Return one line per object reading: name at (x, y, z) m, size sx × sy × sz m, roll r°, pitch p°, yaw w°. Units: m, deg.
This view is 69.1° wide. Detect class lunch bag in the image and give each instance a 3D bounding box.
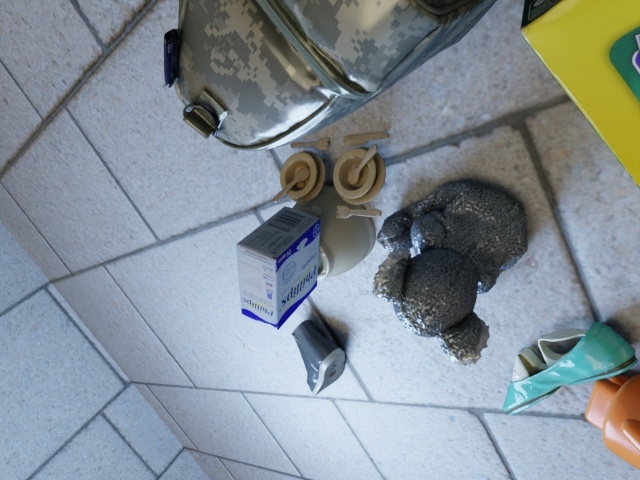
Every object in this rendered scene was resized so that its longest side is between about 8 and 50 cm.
lunch bag at (0.013, -0.233, 0.468) m, size 0.213 × 0.305 × 0.256 m, roll 48°, pitch 137°, yaw -4°

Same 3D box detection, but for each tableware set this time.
tableware set at (0.008, -0.101, 0.721) m, size 0.194 × 0.039 × 0.129 m, roll 3°, pitch 87°, yaw 35°

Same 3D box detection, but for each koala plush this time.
koala plush at (0.165, 0.042, 0.631) m, size 0.196 × 0.221 × 0.203 m, roll 45°, pitch 138°, yaw -1°

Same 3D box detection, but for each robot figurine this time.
robot figurine at (0.470, 0.262, 0.608) m, size 0.158 × 0.128 × 0.219 m, roll 46°, pitch 170°, yaw -33°

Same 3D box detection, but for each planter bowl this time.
planter bowl at (0.000, 0.000, 0.808) m, size 0.162 × 0.109 × 0.162 m, roll 20°, pitch 132°, yaw 24°

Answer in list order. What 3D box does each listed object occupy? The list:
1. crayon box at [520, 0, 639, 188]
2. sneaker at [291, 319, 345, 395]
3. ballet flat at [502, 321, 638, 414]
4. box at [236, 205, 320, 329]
crayon box at (0.395, -0.168, 0.325) m, size 0.313 × 0.106 × 0.362 m, roll 40°, pitch 141°, yaw -19°
sneaker at (-0.009, 0.267, 1.067) m, size 0.118 × 0.083 × 0.222 m, roll 47°, pitch 149°, yaw 25°
ballet flat at (0.359, 0.193, 0.722) m, size 0.087 × 0.083 × 0.247 m, roll 59°, pitch 142°, yaw 20°
box at (-0.061, 0.040, 0.712) m, size 0.072 × 0.126 × 0.137 m, roll 20°, pitch 129°, yaw 22°
